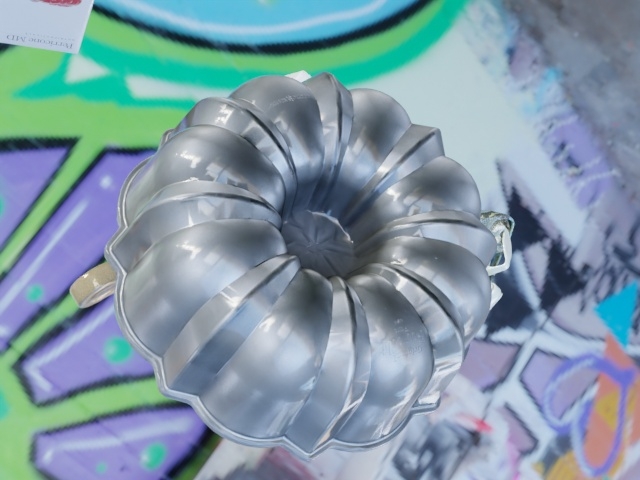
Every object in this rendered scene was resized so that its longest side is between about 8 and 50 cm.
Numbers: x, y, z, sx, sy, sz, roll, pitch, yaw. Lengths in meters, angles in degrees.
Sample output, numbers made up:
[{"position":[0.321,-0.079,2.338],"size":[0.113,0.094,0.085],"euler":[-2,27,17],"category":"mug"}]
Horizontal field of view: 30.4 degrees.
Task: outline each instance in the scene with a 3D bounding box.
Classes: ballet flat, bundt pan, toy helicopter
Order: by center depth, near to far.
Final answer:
[{"position":[0.000,0.000,0.953],"size":[0.331,0.331,0.124],"euler":[37,147,0],"category":"bundt pan"},{"position":[0.204,0.044,1.495],"size":[0.070,0.188,0.070],"euler":[14,160,5],"category":"ballet flat"},{"position":[-0.260,0.033,1.900],"size":[0.235,0.355,0.140],"euler":[-37,83,31],"category":"toy helicopter"}]

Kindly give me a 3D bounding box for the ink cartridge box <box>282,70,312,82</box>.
[{"position":[-0.032,-0.108,1.210],"size":[0.090,0.092,0.143],"euler":[40,164,-20],"category":"ink cartridge box"}]

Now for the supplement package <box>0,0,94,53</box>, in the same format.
[{"position":[-0.358,-0.397,1.466],"size":[0.177,0.175,0.293],"euler":[5,149,-20],"category":"supplement package"}]
